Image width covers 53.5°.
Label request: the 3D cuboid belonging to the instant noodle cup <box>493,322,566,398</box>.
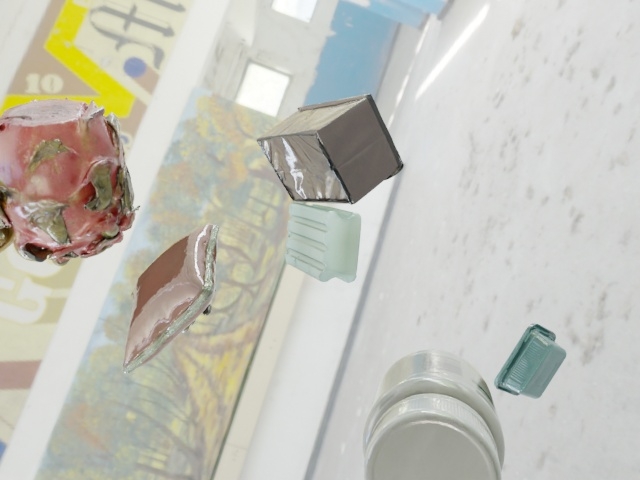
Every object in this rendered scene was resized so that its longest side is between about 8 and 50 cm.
[{"bbox_3d":[0.493,0.290,1.468,0.070,0.157,0.179,36,97,42],"label":"instant noodle cup"}]

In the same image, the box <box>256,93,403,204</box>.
[{"bbox_3d":[0.014,-0.185,1.342,0.153,0.188,0.252,-42,28,-24],"label":"box"}]

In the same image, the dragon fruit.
[{"bbox_3d":[-0.453,-0.091,1.107,0.250,0.268,0.291,-113,22,-56],"label":"dragon fruit"}]

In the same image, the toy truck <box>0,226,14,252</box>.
[{"bbox_3d":[-0.739,-0.078,1.276,0.288,0.211,0.204,-39,57,12],"label":"toy truck"}]

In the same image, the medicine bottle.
[{"bbox_3d":[0.172,0.300,0.972,0.339,0.208,0.208,-12,-59,-80],"label":"medicine bottle"}]

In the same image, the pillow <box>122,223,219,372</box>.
[{"bbox_3d":[-0.194,0.074,0.848,0.171,0.075,0.179,-41,28,15],"label":"pillow"}]

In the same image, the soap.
[{"bbox_3d":[0.000,0.000,1.110,0.198,0.066,0.119,-159,72,-68],"label":"soap"}]
